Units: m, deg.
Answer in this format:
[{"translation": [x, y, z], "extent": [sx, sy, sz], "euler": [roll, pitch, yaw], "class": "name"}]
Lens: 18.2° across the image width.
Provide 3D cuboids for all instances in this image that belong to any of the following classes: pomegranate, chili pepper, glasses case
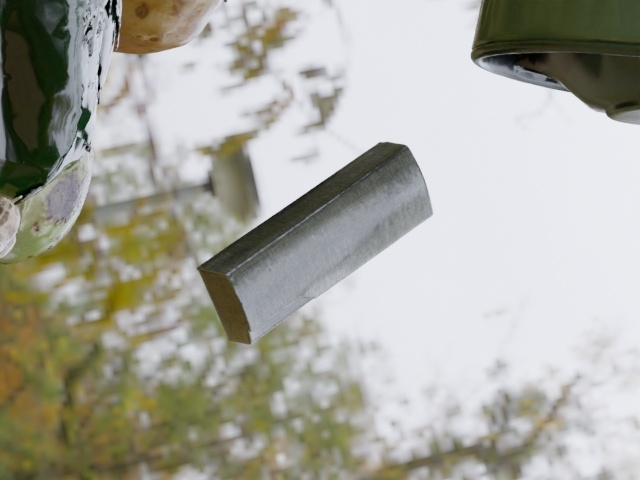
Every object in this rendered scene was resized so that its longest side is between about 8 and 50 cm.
[{"translation": [-0.181, -0.278, 1.998], "extent": [0.215, 0.215, 0.215], "euler": [167, -90, -76], "class": "pomegranate"}, {"translation": [-0.256, -0.155, 1.377], "extent": [0.233, 0.248, 0.257], "euler": [-121, -151, -69], "class": "chili pepper"}, {"translation": [0.000, 0.000, 1.592], "extent": [0.047, 0.205, 0.071], "euler": [8, -53, 52], "class": "glasses case"}, {"translation": [-0.314, -0.073, 1.859], "extent": [0.204, 0.222, 0.276], "euler": [-63, -161, 3], "class": "pomegranate"}]

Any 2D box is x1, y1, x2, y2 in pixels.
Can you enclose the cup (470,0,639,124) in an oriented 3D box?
[{"translation": [0.328, -0.275, 1.480], "extent": [0.310, 0.401, 0.392], "euler": [-174, -88, -69], "class": "cup"}]
